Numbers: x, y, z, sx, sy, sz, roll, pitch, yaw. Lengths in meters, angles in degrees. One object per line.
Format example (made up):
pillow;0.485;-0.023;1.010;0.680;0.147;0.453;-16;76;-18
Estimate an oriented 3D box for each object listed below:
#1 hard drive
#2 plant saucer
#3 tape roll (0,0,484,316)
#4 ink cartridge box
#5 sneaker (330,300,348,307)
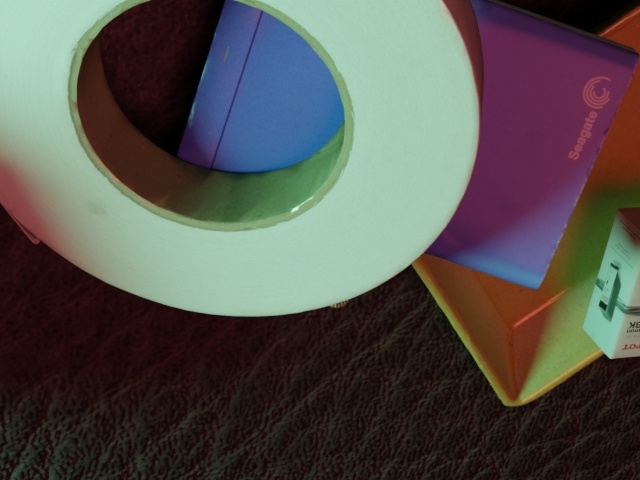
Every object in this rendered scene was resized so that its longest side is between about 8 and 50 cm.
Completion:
hard drive;0.065;-0.105;0.993;0.318;0.040;0.210;18;109;-5
plant saucer;0.239;-0.044;1.160;0.332;0.081;0.333;-34;127;2
tape roll;-0.076;-0.106;0.904;0.392;0.072;0.392;5;130;6
ink cartridge box;0.314;0.039;1.157;0.099;0.056;0.135;-3;122;-20
sneaker;0.000;0.000;1.125;0.042;0.067;0.119;-6;93;-15
